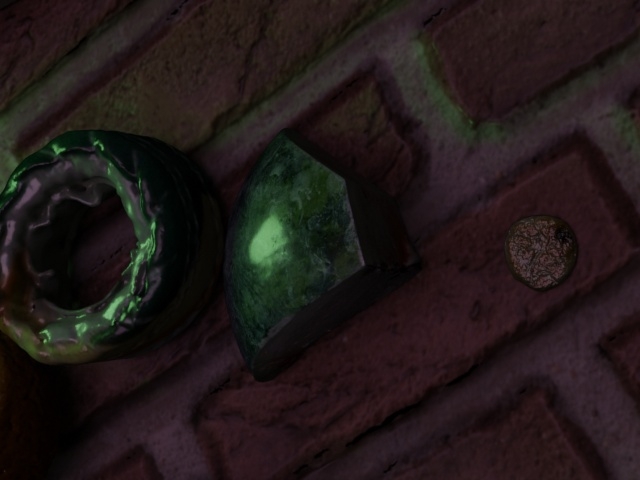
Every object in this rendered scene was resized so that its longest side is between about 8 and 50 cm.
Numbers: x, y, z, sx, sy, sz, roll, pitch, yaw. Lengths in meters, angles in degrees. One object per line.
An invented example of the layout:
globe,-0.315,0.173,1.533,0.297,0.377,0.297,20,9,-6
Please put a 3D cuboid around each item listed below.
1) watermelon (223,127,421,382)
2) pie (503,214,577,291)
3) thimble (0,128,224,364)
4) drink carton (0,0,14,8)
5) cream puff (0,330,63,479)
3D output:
watermelon,0.000,0.000,1.700,0.320,0.213,0.290,113,154,-47
pie,0.238,0.014,1.648,0.085,0.017,0.085,0,89,20
thimble,-0.258,0.012,1.762,0.288,0.167,0.254,-37,76,16
drink carton,-0.522,-0.342,1.891,0.324,0.132,0.194,-26,79,17
cream puff,-0.450,0.217,1.806,0.303,0.212,0.303,-5,59,8
